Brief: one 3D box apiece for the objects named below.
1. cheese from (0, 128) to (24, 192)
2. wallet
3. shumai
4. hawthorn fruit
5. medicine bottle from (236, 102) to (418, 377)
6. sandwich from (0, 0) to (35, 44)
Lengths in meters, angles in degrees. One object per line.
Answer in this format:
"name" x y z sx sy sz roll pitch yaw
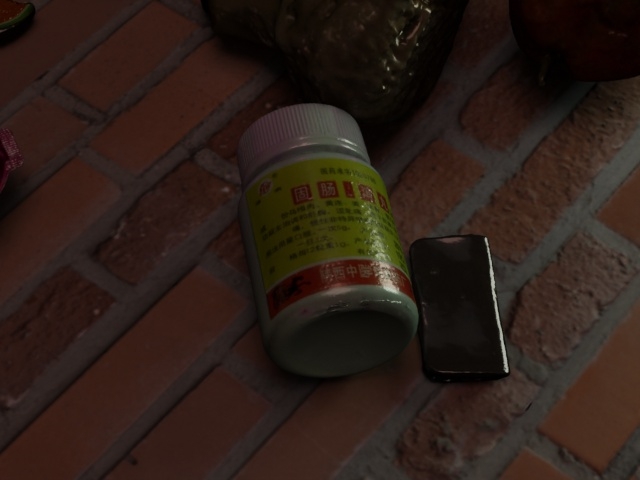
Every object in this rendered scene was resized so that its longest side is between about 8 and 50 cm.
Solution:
"cheese" -0.398 -0.051 1.321 0.244 0.062 0.155 -20 51 -18
"wallet" 0.126 0.060 1.312 0.082 0.018 0.156 -3 55 -4
"shumai" 0.008 -0.283 1.431 0.283 0.217 0.346 24 57 15
"hawthorn fruit" 0.289 -0.256 1.428 0.261 0.224 0.224 -42 65 -11
"medicine bottle" 0.000 0.000 1.279 0.139 0.139 0.225 -8 55 -7
"sandwich" -0.351 -0.233 1.506 0.101 0.026 0.069 -34 58 -26
